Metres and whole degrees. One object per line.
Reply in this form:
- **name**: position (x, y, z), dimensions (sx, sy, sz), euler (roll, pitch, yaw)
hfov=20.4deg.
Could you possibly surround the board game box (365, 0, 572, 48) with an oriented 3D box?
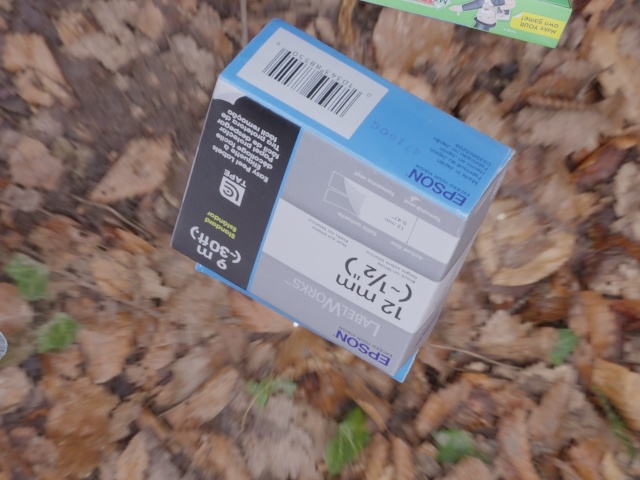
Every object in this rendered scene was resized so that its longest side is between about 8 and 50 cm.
- **board game box**: position (0.060, -0.282, 1.609), dimensions (0.317, 0.213, 0.046), euler (13, 126, -11)

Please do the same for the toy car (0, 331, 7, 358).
- **toy car**: position (-0.312, 0.064, 1.252), dimensions (0.188, 0.149, 0.155), euler (21, 132, 1)

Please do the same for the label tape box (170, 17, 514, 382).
- **label tape box**: position (0.000, 0.000, 1.638), dimensions (0.249, 0.348, 0.115), euler (30, 46, 8)
